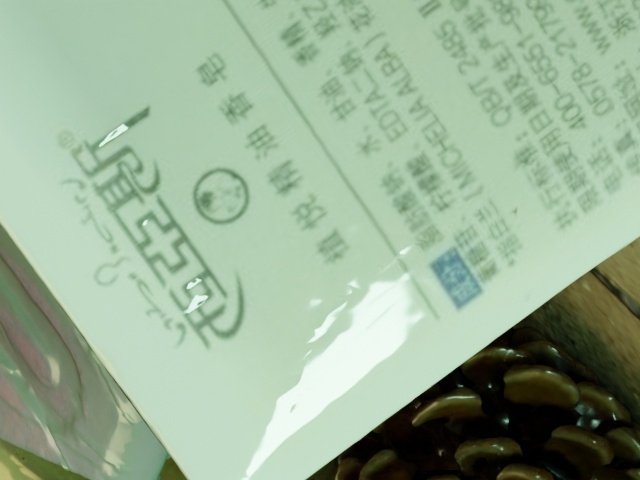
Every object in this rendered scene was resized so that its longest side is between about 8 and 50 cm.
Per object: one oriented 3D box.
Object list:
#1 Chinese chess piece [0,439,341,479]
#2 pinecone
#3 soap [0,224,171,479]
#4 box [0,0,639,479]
[{"bbox_3d":[-0.096,0.088,0.941,0.251,0.251,0.097,50,143,24],"label":"Chinese chess piece"},{"bbox_3d":[0.093,0.139,0.833,0.185,0.168,0.212,40,-176,0],"label":"pinecone"},{"bbox_3d":[-0.080,-0.032,0.740,0.208,0.115,0.347,51,138,26],"label":"soap"},{"bbox_3d":[-0.027,-0.092,0.458,0.274,0.203,0.116,55,172,-10],"label":"box"}]
